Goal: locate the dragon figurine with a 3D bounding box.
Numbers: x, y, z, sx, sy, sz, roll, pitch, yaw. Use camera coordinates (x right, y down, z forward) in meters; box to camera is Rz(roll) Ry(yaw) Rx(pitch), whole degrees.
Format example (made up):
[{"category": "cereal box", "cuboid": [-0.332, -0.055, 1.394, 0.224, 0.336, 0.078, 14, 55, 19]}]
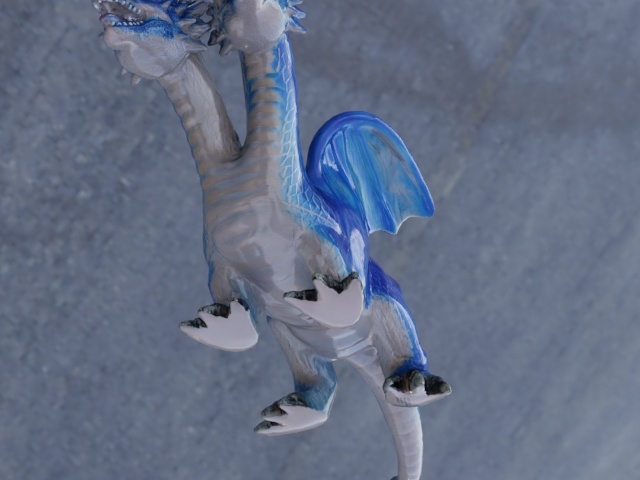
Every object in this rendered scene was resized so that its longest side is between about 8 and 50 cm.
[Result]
[{"category": "dragon figurine", "cuboid": [0.000, 0.000, 0.655, 0.085, 0.144, 0.289, -17, 142, 19]}]
